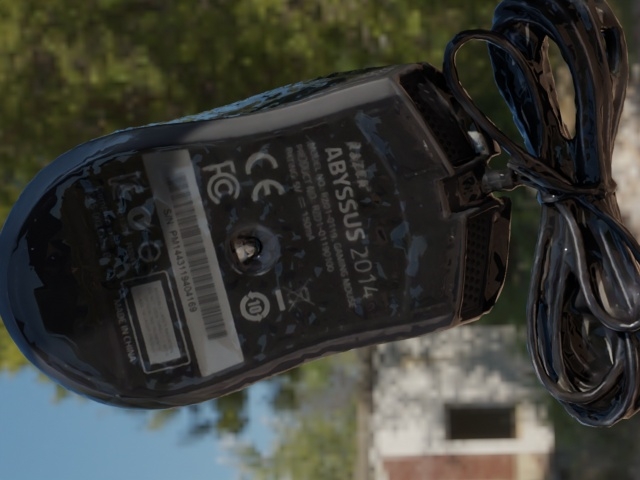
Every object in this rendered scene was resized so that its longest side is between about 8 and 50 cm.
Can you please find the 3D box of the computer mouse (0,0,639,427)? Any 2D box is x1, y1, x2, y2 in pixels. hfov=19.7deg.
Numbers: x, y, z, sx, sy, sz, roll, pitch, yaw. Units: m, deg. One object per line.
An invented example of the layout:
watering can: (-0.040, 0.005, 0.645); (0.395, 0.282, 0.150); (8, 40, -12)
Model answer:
computer mouse: (0.000, 0.000, 0.782); (0.072, 0.272, 0.188); (-81, -18, -79)
